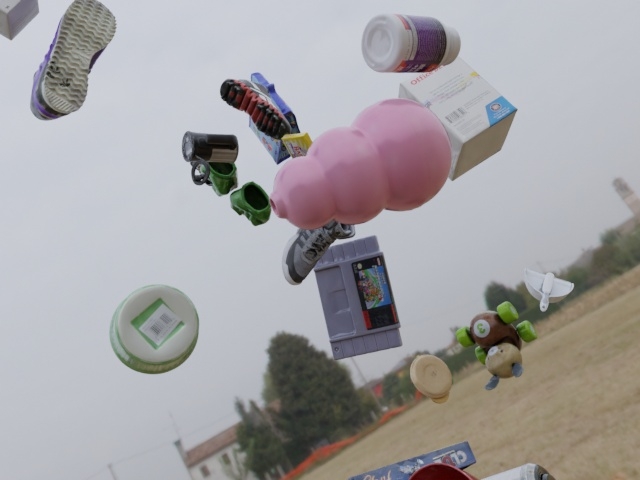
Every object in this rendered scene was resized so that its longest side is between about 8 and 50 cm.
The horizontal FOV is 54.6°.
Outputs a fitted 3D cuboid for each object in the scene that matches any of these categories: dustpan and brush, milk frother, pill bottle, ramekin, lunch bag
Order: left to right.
[{"bbox_3d":[-0.554,0.292,2.095,0.303,0.303,0.148,-24,-8,-25],"label":"ramekin"},{"bbox_3d":[-0.290,-0.221,1.679,0.135,0.143,0.129,-3,8,-34],"label":"milk frother"},{"bbox_3d":[-0.163,-0.459,2.242,0.138,0.221,0.293,-28,-26,-15],"label":"lunch bag"},{"bbox_3d":[0.182,-0.381,1.203,0.194,0.108,0.108,-13,-23,-39],"label":"pill bottle"},{"bbox_3d":[0.661,0.150,1.817,0.060,0.147,0.211,94,-159,-43],"label":"dustpan and brush"}]

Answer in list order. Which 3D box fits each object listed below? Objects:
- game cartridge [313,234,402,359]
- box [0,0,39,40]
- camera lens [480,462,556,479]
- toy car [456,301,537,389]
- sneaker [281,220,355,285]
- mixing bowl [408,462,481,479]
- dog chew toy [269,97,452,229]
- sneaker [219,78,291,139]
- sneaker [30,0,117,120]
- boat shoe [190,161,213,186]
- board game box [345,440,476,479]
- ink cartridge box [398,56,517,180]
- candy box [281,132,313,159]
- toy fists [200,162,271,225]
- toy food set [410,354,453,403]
[{"bbox_3d":[0.113,0.177,1.940,0.230,0.354,0.068,-16,-9,19],"label":"game cartridge"},{"bbox_3d":[-0.657,-0.495,1.281,0.102,0.101,0.087,-63,8,-27],"label":"box"},{"bbox_3d":[0.484,0.709,1.580,0.274,0.219,0.219,-30,-13,23],"label":"camera lens"},{"bbox_3d":[0.425,0.270,1.479,0.155,0.149,0.188,-38,19,29],"label":"toy car"},{"bbox_3d":[0.000,0.000,1.684,0.153,0.101,0.268,-6,50,51],"label":"sneaker"},{"bbox_3d":[0.215,0.427,0.927,0.098,0.181,0.181,13,-41,-36],"label":"mixing bowl"},{"bbox_3d":[0.066,-0.123,1.108,0.332,0.206,0.206,-23,-16,-14],"label":"dog chew toy"},{"bbox_3d":[-0.190,-0.434,2.014,0.097,0.276,0.135,-56,-9,35],"label":"sneaker"},{"bbox_3d":[-0.522,-0.367,1.268,0.102,0.293,0.146,32,-34,-34],"label":"sneaker"},{"bbox_3d":[-0.388,-0.236,2.085,0.083,0.183,0.065,-51,-38,-32],"label":"boat shoe"},{"bbox_3d":[0.138,0.434,1.116,0.243,0.042,0.165,-7,-31,-25],"label":"board game box"},{"bbox_3d":[0.325,-0.307,1.531,0.171,0.232,0.168,-33,-23,-13],"label":"ink cartridge box"},{"bbox_3d":[-0.036,-0.240,1.926,0.105,0.205,0.027,1,40,45],"label":"candy box"},{"bbox_3d":[-0.259,-0.157,1.898,0.096,0.279,0.142,-46,-4,-12],"label":"toy fists"},{"bbox_3d":[0.195,0.239,1.091,0.082,0.083,0.020,-63,1,-38],"label":"toy food set"}]
